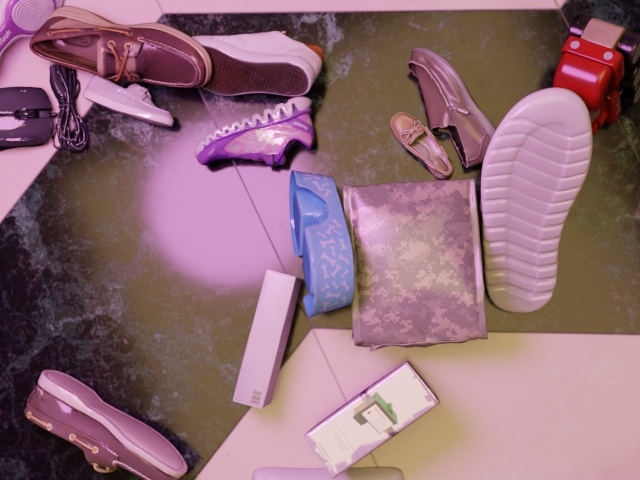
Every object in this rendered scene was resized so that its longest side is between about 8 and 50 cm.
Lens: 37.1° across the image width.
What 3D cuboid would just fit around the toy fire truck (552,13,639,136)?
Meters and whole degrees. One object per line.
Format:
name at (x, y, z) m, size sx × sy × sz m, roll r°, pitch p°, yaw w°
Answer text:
toy fire truck at (0.427, -0.234, 1.627) m, size 0.159 × 0.217 × 0.246 m, roll 26°, pitch 81°, yaw 25°

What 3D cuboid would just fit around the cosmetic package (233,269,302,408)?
cosmetic package at (-0.094, 0.175, 1.712) m, size 0.061 × 0.099 × 0.239 m, roll 14°, pitch 86°, yaw 9°

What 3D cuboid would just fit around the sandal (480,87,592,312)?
sandal at (0.349, -0.071, 1.635) m, size 0.170 × 0.102 × 0.416 m, roll 8°, pitch 117°, yaw 3°

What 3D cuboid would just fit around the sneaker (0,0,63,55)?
sneaker at (-0.620, -0.417, 1.800) m, size 0.152 × 0.114 × 0.305 m, roll 36°, pitch 76°, yaw 32°

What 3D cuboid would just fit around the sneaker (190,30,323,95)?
sneaker at (-0.130, -0.336, 1.772) m, size 0.290 × 0.105 × 0.123 m, roll 13°, pitch 43°, yaw 18°

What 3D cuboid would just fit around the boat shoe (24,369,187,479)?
boat shoe at (-0.390, 0.356, 1.719) m, size 0.324 × 0.116 × 0.096 m, roll 31°, pitch 93°, yaw 11°

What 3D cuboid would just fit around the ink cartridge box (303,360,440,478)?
ink cartridge box at (0.091, 0.304, 1.652) m, size 0.219 × 0.160 × 0.092 m, roll -36°, pitch 82°, yaw 0°

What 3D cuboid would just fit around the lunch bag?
lunch bag at (0.165, 0.048, 1.663) m, size 0.235 × 0.169 × 0.286 m, roll -3°, pitch 81°, yaw 5°

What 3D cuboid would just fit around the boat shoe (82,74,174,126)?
boat shoe at (-0.355, -0.265, 1.793) m, size 0.184 × 0.066 × 0.063 m, roll 20°, pitch 88°, yaw 16°

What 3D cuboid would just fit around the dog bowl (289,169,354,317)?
dog bowl at (0.000, 0.000, 1.647) m, size 0.074 × 0.165 × 0.297 m, roll -4°, pitch 42°, yaw -8°

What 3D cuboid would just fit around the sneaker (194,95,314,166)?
sneaker at (-0.112, -0.177, 1.748) m, size 0.237 × 0.095 × 0.104 m, roll -21°, pitch 91°, yaw 2°

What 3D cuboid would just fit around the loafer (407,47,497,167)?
loafer at (0.230, -0.236, 1.715) m, size 0.087 × 0.094 × 0.251 m, roll -36°, pitch 83°, yaw -3°

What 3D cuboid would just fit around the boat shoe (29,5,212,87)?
boat shoe at (-0.369, -0.334, 1.742) m, size 0.342 × 0.123 × 0.123 m, roll 19°, pitch 43°, yaw 10°

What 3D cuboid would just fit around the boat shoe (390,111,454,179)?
boat shoe at (0.187, -0.175, 1.737) m, size 0.056 × 0.048 × 0.153 m, roll -38°, pitch 83°, yaw 1°

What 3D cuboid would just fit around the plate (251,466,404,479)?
plate at (0.013, 0.547, 1.698) m, size 0.277 × 0.045 × 0.277 m, roll -1°, pitch 85°, yaw 6°

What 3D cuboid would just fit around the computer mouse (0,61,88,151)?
computer mouse at (-0.589, -0.241, 1.804) m, size 0.272 × 0.072 × 0.188 m, roll -11°, pitch 85°, yaw 4°
